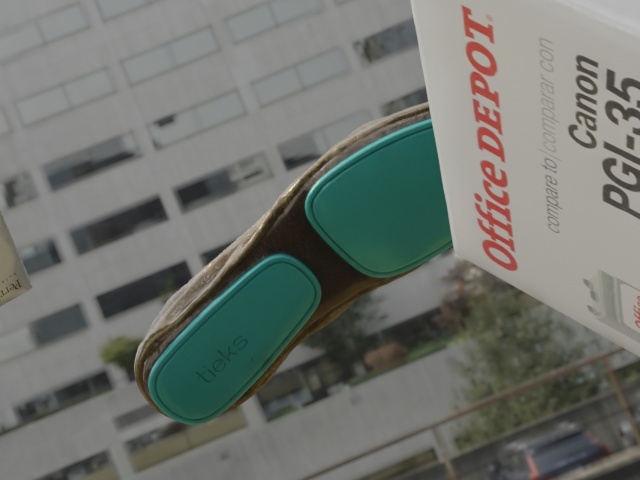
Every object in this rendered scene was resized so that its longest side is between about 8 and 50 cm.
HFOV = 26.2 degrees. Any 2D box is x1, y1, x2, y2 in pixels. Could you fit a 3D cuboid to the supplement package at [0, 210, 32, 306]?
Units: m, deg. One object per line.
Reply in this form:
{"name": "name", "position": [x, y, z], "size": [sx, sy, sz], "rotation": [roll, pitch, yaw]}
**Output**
{"name": "supplement package", "position": [-0.339, -0.023, 0.936], "size": [0.194, 0.203, 0.149], "rotation": [-34, 44, -22]}

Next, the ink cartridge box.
{"name": "ink cartridge box", "position": [0.178, -0.021, 0.451], "size": [0.117, 0.283, 0.207], "rotation": [-51, -27, -19]}

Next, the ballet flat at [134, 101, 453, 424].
{"name": "ballet flat", "position": [0.000, 0.000, 1.015], "size": [0.342, 0.116, 0.124], "rotation": [-42, 21, 8]}
